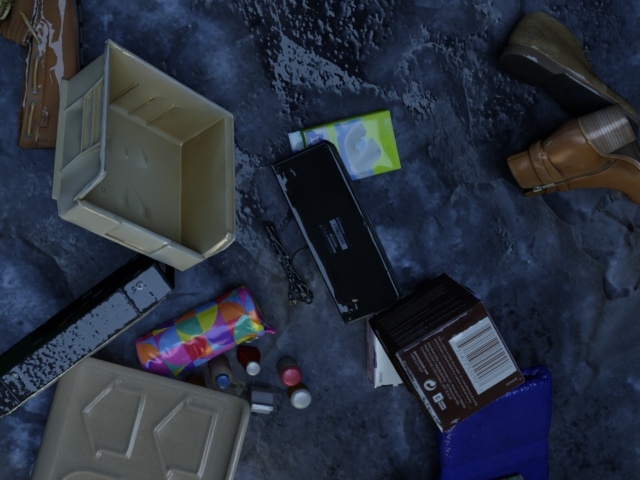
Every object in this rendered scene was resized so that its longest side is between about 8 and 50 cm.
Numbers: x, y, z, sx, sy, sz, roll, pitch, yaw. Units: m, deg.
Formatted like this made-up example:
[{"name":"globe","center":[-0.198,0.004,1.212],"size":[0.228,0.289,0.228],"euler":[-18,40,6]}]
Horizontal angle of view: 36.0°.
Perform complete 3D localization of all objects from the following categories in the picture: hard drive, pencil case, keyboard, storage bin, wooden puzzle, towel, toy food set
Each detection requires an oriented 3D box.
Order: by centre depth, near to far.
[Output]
[{"name":"storage bin","center":[-0.266,-0.121,1.516],"size":[0.123,0.261,0.262],"euler":[-25,144,32]},{"name":"hard drive","center":[-0.387,0.139,1.606],"size":[0.339,0.237,0.064],"euler":[-36,102,-3]},{"name":"wooden puzzle","center":[-0.307,0.382,1.643],"size":[0.347,0.080,0.322],"euler":[13,83,12]},{"name":"pencil case","center":[-0.204,0.168,1.721],"size":[0.236,0.104,0.104],"euler":[-24,105,-4]},{"name":"keyboard","center":[0.000,0.000,1.723],"size":[0.201,0.033,0.317],"euler":[-22,99,19]},{"name":"toy food set","center":[-0.120,0.257,1.750],"size":[0.232,0.104,0.111],"euler":[11,99,-13]},{"name":"towel","center":[0.316,0.368,1.825],"size":[0.227,0.076,0.308],"euler":[-16,128,-11]}]

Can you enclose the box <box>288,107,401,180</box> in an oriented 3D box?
[{"name":"box","center":[0.043,-0.159,1.728],"size":[0.178,0.042,0.109],"euler":[-15,104,-8]}]

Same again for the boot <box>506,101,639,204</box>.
[{"name":"boot","center":[0.475,-0.116,1.781],"size":[0.220,0.109,0.283],"euler":[-25,146,18]}]

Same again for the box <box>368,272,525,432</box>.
[{"name":"box","center":[0.209,0.186,1.673],"size":[0.167,0.203,0.169],"euler":[-32,105,-4]}]

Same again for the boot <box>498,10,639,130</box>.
[{"name":"boot","center":[0.463,-0.298,1.753],"size":[0.305,0.112,0.115],"euler":[30,72,-21]}]

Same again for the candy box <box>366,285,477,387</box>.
[{"name":"candy box","center":[0.184,0.176,1.809],"size":[0.196,0.070,0.165],"euler":[-4,102,-10]}]

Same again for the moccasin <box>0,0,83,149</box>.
[{"name":"moccasin","center":[-0.453,-0.333,1.557],"size":[0.146,0.139,0.380],"euler":[-6,112,-18]}]

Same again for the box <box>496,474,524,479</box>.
[{"name":"box","center":[0.273,0.624,1.821],"size":[0.279,0.177,0.290],"euler":[-10,123,-9]}]

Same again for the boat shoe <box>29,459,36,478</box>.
[{"name":"boat shoe","center":[-0.421,0.358,1.728],"size":[0.083,0.076,0.226],"euler":[39,92,-16]}]
